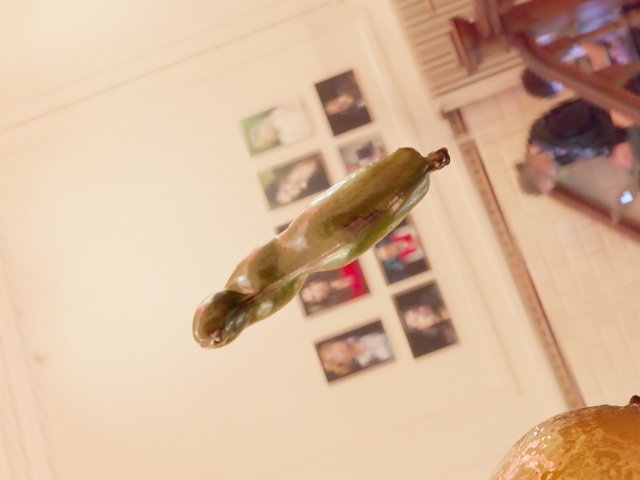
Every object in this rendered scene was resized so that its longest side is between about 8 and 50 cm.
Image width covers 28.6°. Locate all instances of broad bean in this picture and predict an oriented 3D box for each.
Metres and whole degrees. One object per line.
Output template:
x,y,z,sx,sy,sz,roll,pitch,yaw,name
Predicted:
0.000,0.000,0.843,0.048,0.213,0.070,51,175,-12,broad bean

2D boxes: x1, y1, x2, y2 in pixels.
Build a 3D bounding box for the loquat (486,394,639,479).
0.234,0.232,0.863,0.275,0.274,0.275,-21,-90,-87,loquat
